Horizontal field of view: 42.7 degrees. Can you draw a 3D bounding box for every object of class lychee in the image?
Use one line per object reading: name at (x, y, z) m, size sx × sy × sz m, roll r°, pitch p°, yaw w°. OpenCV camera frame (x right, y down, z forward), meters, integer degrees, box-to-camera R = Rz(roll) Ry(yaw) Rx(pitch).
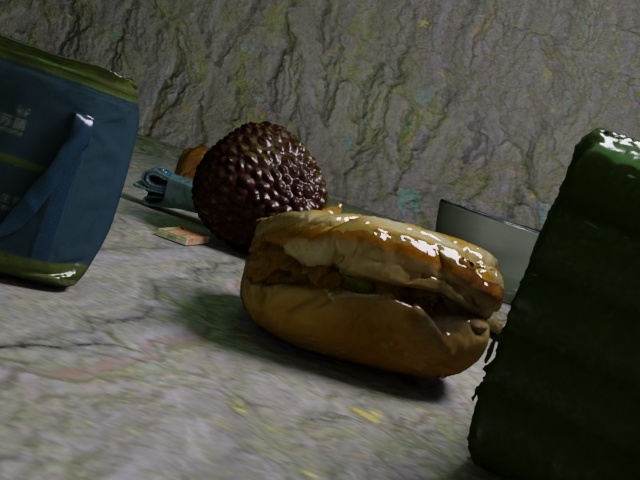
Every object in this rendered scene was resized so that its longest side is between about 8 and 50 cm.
lychee at (-0.103, -0.086, 1.458) m, size 0.271 × 0.236 × 0.236 m, roll 34°, pitch 14°, yaw 30°

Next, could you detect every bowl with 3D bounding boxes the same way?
bowl at (0.428, 0.040, 1.977) m, size 0.353 × 0.185 × 0.354 m, roll 18°, pitch 7°, yaw -2°

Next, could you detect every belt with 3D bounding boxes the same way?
belt at (-0.228, -0.071, 1.644) m, size 0.302 × 0.087 × 0.072 m, roll 18°, pitch 19°, yaw 6°

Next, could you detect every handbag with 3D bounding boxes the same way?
handbag at (-0.344, -0.099, 0.892) m, size 0.263 × 0.241 × 0.222 m, roll 15°, pitch 6°, yaw -14°

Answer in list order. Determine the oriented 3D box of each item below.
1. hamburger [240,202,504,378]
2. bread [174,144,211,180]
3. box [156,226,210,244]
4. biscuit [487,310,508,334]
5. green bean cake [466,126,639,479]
hamburger at (0.059, 0.052, 0.993) m, size 0.304 × 0.174 × 0.284 m, roll 17°, pitch 5°, yaw -7°
bread at (-0.284, -0.158, 2.004) m, size 0.143 × 0.140 × 0.229 m, roll 24°, pitch 6°, yaw -20°
box at (-0.233, -0.008, 1.395) m, size 0.058 × 0.015 × 0.093 m, roll 18°, pitch 7°, yaw 15°
biscuit at (0.363, 0.168, 1.414) m, size 0.141 × 0.038 × 0.289 m, roll 12°, pitch 7°, yaw -35°
green bean cake at (0.301, 0.084, 0.750) m, size 0.218 × 0.319 × 0.335 m, roll 22°, pitch 9°, yaw 25°
